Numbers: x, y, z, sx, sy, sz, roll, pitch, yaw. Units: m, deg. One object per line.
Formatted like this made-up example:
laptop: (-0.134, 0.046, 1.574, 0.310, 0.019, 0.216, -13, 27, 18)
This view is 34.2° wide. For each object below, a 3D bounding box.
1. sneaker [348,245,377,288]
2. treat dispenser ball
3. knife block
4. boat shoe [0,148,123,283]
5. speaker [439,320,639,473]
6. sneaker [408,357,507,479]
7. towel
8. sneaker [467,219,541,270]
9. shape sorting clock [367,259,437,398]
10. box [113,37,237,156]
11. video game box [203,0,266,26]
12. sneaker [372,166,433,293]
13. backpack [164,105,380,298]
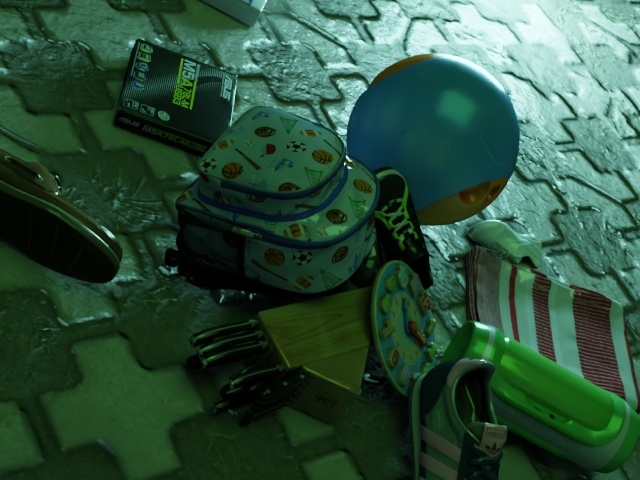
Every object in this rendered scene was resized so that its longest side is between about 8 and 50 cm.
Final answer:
sneaker: (0.000, 0.000, 1.614, 0.132, 0.086, 0.228, 5, 28, -18)
treat dispenser ball: (0.187, -0.167, 1.740, 0.288, 0.288, 0.288, 18, 44, -18)
knife block: (-0.057, 0.139, 1.450, 0.242, 0.088, 0.275, 27, 42, -9)
boat shoe: (-0.391, -0.058, 1.400, 0.307, 0.110, 0.104, 31, 43, -4)
speaker: (0.330, 0.239, 1.581, 0.297, 0.131, 0.131, 29, 42, -6)
sneaker: (0.198, 0.308, 1.404, 0.112, 0.131, 0.318, 13, 57, -33)
towel: (0.395, 0.151, 1.772, 0.329, 0.037, 0.237, 20, 44, -16)
sneaker: (0.332, 0.010, 1.848, 0.152, 0.053, 0.061, 19, 47, -18)
shape sorting clock: (0.128, 0.130, 1.541, 0.206, 0.040, 0.206, 41, 43, -52)
box: (-0.234, -0.232, 1.712, 0.184, 0.045, 0.190, 18, 45, -15)
video game box: (-0.189, -0.517, 2.004, 0.205, 0.048, 0.187, 26, 40, -10)
sneaker: (0.133, -0.011, 1.617, 0.084, 0.234, 0.097, -33, 39, -14)
backpack: (-0.047, -0.053, 1.487, 0.263, 0.213, 0.276, 23, 50, 12)
